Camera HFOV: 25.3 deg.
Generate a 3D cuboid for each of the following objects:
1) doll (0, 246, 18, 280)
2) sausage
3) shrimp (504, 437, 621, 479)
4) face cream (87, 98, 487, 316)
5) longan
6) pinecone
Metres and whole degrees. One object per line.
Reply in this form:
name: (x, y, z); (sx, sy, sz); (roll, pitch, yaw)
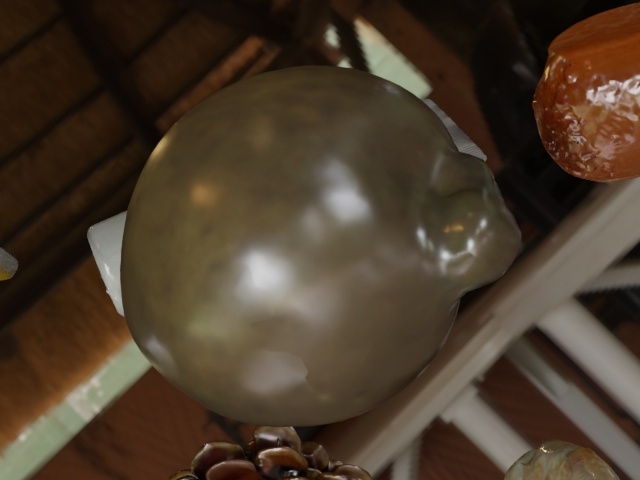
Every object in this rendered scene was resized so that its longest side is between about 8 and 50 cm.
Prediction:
doll: (-0.307, -0.028, 1.034); (0.316, 0.145, 0.103); (108, 169, -78)
sausage: (0.325, -0.149, 1.299); (0.268, 0.141, 0.153); (-20, 22, 16)
shrimp: (0.171, 0.320, 1.040); (0.085, 0.360, 0.247); (-1, 8, -22)
face cream: (-0.030, -0.030, 1.152); (0.314, 0.089, 0.143); (-21, 29, -8)
longan: (0.000, 0.000, 0.684); (0.204, 0.159, 0.185); (-1, 57, 35)
pinecone: (-0.043, 0.300, 1.332); (0.264, 0.264, 0.264); (-45, -6, -6)
